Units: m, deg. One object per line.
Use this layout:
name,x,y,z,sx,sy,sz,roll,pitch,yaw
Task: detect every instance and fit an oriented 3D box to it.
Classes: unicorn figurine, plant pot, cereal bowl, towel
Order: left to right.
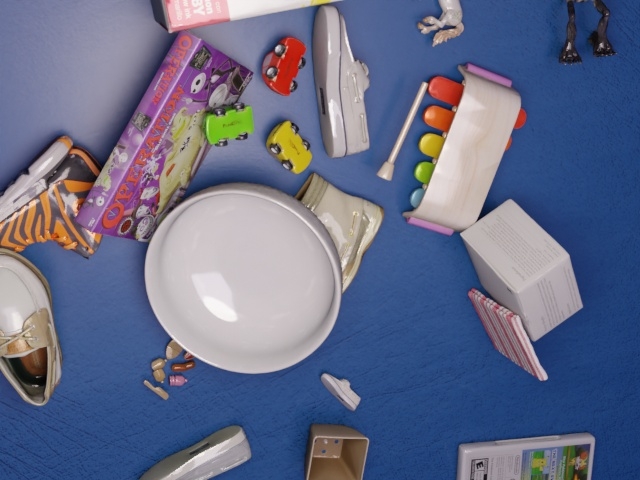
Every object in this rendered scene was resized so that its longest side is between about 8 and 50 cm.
cereal bowl,-0.123,0.053,1.630,0.339,0.141,0.339,3,110,7
plant pot,0.020,0.408,1.811,0.109,0.096,0.109,5,103,-16
unicorn figurine,0.222,-0.433,1.659,0.111,0.060,0.162,-15,124,-10
towel,0.355,0.172,1.778,0.029,0.197,0.144,-33,110,-8

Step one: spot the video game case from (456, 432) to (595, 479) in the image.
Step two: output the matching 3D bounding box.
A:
video game case,0.426,0.572,1.992,0.300,0.036,0.329,-2,104,-13

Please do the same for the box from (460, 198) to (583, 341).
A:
box,0.371,0.055,1.728,0.119,0.182,0.181,-35,139,-3

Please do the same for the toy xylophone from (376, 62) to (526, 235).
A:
toy xylophone,0.236,-0.171,1.715,0.236,0.081,0.322,25,97,-19

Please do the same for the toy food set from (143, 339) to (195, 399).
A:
toy food set,-0.267,0.229,1.733,0.078,0.019,0.122,42,84,-21

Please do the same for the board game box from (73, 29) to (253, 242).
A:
board game box,-0.250,-0.160,1.540,0.056,0.208,0.347,34,97,23

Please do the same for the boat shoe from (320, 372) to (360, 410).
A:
boat shoe,0.041,0.285,1.820,0.100,0.035,0.035,46,63,-17

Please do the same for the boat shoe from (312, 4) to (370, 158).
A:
boat shoe,0.044,-0.276,1.633,0.088,0.096,0.267,-12,109,-15

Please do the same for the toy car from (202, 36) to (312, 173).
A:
toy car,-0.115,-0.213,1.589,0.225,0.053,0.239,-21,116,-38

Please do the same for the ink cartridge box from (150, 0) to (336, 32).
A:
ink cartridge box,-0.074,-0.441,1.457,0.385,0.279,0.160,-13,108,-10

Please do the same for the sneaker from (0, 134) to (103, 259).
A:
sneaker,-0.473,-0.006,1.559,0.321,0.124,0.180,-44,109,0

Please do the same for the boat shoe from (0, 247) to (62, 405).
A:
boat shoe,-0.491,0.147,1.550,0.113,0.103,0.302,-14,131,-3

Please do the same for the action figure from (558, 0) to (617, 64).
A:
action figure,0.482,-0.459,1.670,0.164,0.141,0.275,-11,110,-10

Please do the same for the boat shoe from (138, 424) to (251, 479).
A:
boat shoe,-0.233,0.433,1.763,0.227,0.079,0.081,-27,105,-9

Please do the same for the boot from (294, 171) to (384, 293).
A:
boot,0.000,0.000,1.706,0.165,0.077,0.213,27,92,-20
